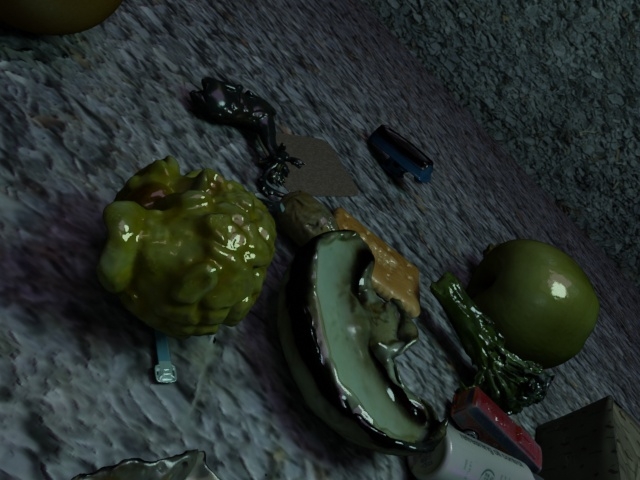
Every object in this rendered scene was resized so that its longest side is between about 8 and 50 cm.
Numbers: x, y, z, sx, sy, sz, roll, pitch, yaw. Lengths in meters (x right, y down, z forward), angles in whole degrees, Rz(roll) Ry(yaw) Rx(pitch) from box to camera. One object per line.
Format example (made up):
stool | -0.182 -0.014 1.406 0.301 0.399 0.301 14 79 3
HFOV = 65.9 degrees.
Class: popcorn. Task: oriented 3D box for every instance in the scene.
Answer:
popcorn | -0.164 0.003 0.587 0.217 0.181 0.235 12 34 -38

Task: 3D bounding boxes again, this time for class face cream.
face cream | 0.277 0.385 0.802 0.311 0.092 0.092 33 36 -25

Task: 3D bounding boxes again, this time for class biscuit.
biscuit | 0.116 0.043 1.019 0.250 0.030 0.160 38 34 -17

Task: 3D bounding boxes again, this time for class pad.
pad | -0.021 -0.169 1.102 0.266 0.002 0.176 -6 61 -52

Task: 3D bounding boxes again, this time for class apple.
apple | 0.472 0.146 1.124 0.254 0.292 0.292 25 35 0

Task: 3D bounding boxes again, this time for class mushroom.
mushroom | 0.049 0.151 0.734 0.248 0.130 0.344 -7 66 -50

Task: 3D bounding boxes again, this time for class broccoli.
broccoli | 0.321 0.198 0.980 0.304 0.145 0.165 56 37 7

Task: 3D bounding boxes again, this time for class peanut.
peanut | 0.000 0.000 0.880 0.214 0.099 0.099 57 33 1

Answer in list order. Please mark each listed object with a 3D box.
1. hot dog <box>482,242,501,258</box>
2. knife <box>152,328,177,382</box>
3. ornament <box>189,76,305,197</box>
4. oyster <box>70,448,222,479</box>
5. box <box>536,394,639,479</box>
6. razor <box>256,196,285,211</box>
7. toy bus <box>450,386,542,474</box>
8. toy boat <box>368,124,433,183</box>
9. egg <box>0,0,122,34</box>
hot dog | 0.522 0.129 1.343 0.259 0.114 0.175 44 37 1
knife | -0.191 0.126 0.589 0.027 0.010 0.096 13 44 -42
ornament | -0.128 -0.188 0.924 0.202 0.080 0.236 8 51 -48
oyster | -0.145 0.291 0.406 0.223 0.083 0.214 6 55 -54
box | 0.543 0.488 0.921 0.225 0.190 0.297 48 32 1
razor | -0.143 -0.039 0.792 0.068 0.037 0.191 16 21 32
toy bus | 0.320 0.353 0.897 0.192 0.077 0.065 44 36 -6
toy boat | 0.213 -0.229 1.364 0.100 0.097 0.223 -7 46 -49
egg | -0.396 -0.437 0.705 0.250 0.250 0.322 26 33 -31
